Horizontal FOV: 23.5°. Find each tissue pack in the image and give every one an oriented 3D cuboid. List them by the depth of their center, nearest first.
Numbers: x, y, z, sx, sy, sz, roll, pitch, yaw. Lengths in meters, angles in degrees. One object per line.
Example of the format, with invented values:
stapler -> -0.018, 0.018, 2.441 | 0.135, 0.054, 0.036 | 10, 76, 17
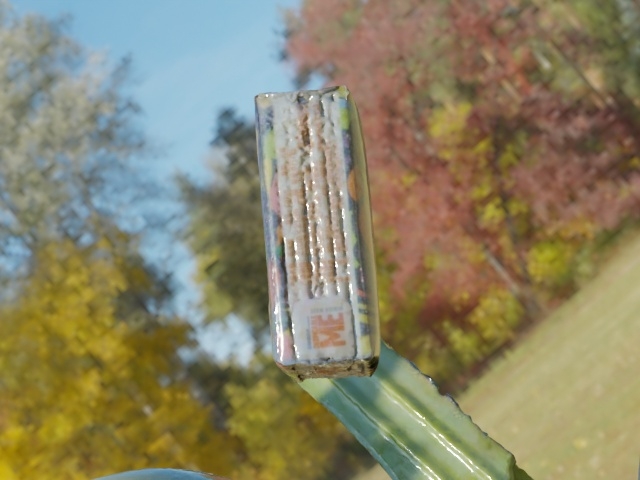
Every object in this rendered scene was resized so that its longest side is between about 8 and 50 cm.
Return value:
tissue pack -> 0.000, 0.000, 0.843 | 0.060, 0.148, 0.108 | -6, -11, 3

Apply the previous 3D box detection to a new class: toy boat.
toy boat -> 0.083, 0.152, 1.093 | 0.084, 0.276, 0.111 | -46, -40, 2

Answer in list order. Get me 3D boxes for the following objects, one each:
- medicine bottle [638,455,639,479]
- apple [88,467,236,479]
medicine bottle -> 0.419, 0.185, 1.134 | 0.306, 0.245, 0.245 | 10, -28, -18
apple -> -0.069, 0.244, 0.725 | 0.262, 0.262, 0.262 | -39, -6, -5
